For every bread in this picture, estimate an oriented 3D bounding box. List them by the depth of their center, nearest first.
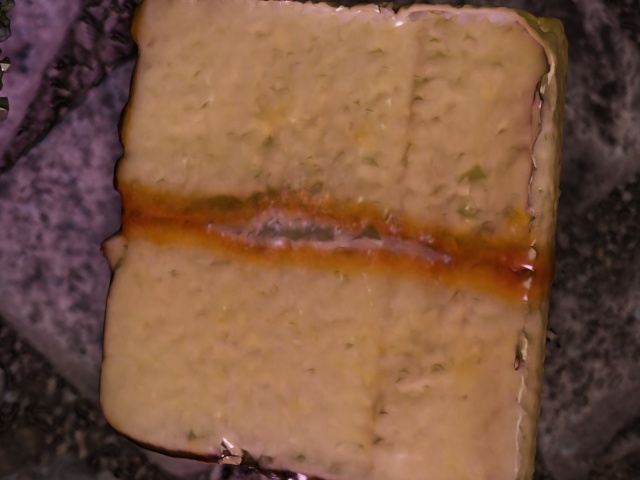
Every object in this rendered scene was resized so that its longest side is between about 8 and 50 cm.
[{"bbox_3d":[0.000,0.000,0.692,0.236,0.198,0.264,5,92,-5],"label":"bread"}]

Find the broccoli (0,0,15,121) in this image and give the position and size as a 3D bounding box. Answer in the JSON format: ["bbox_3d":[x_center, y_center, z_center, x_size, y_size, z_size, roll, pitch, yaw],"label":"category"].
[{"bbox_3d":[-0.292,-0.053,0.578,0.317,0.277,0.339,3,93,-14],"label":"broccoli"}]
